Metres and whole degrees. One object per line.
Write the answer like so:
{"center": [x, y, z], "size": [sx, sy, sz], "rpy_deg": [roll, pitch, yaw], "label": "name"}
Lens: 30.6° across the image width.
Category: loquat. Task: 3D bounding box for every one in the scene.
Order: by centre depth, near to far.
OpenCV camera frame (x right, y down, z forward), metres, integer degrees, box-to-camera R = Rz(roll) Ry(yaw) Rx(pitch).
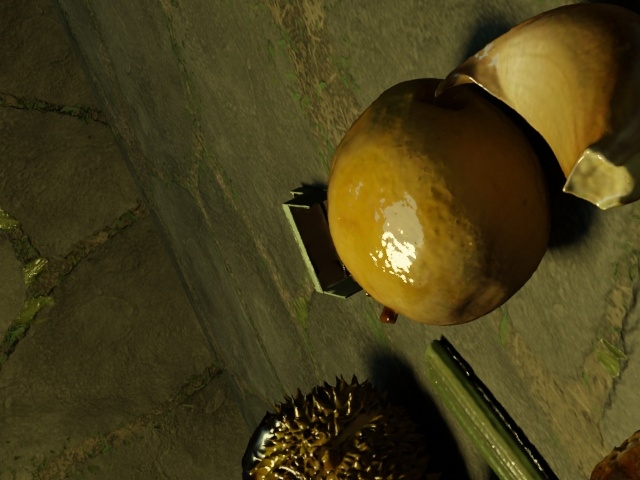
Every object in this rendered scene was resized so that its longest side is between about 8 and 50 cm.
{"center": [0.111, -0.034, 1.090], "size": [0.238, 0.193, 0.238], "rpy_deg": [24, 124, 41], "label": "loquat"}

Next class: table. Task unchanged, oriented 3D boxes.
{"center": [0.000, 0.000, 1.736], "size": [0.175, 0.062, 0.146], "rpy_deg": [10, 123, 68], "label": "table"}

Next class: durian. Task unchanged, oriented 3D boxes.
{"center": [0.035, 0.392, 1.747], "size": [0.348, 0.347, 0.384], "rpy_deg": [56, 171, 30], "label": "durian"}

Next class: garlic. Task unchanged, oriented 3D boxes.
{"center": [0.199, -0.105, 0.854], "size": [0.115, 0.128, 0.207], "rpy_deg": [23, -166, -33], "label": "garlic"}

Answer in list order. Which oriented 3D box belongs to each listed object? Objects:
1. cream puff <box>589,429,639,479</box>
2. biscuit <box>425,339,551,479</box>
{"center": [0.317, 0.259, 0.961], "size": [0.169, 0.183, 0.183], "rpy_deg": [47, 175, -30], "label": "cream puff"}
{"center": [0.217, 0.251, 1.447], "size": [0.322, 0.038, 0.099], "rpy_deg": [53, 163, 37], "label": "biscuit"}
